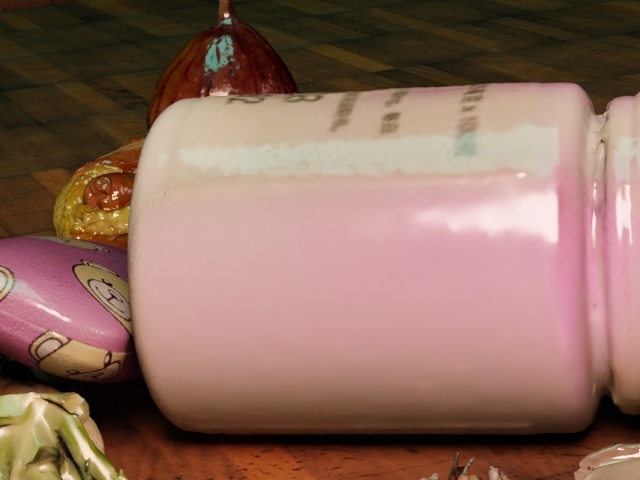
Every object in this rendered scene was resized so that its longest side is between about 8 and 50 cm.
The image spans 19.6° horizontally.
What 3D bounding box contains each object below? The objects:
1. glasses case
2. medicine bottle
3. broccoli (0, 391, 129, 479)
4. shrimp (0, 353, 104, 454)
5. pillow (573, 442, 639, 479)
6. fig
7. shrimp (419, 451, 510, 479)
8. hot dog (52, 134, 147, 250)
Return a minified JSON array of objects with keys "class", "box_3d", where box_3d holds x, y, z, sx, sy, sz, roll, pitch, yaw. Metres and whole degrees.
[{"class":"glasses case","box_3d":[-0.154,0.044,1.229,0.123,0.076,0.316,23,3,7]},{"class":"medicine bottle","box_3d":[0.092,0.010,1.137,0.388,0.219,0.219,-2,16,13]},{"class":"broccoli","box_3d":[-0.145,0.146,0.897,0.162,0.138,0.146,-13,-21,23]},{"class":"shrimp","box_3d":[-0.212,0.128,1.116,0.145,0.059,0.254,-17,19,-18]},{"class":"pillow","box_3d":[0.256,0.132,0.987,0.232,0.038,0.131,-6,19,0]},{"class":"fig","box_3d":[-0.089,-0.156,1.898,0.149,0.202,0.148,28,7,-40]},{"class":"shrimp","box_3d":[0.060,0.151,0.919,0.090,0.079,0.233,-41,6,14]},{"class":"hot dog","box_3d":[-0.147,-0.043,1.570,0.123,0.093,0.261,-7,3,12]}]
